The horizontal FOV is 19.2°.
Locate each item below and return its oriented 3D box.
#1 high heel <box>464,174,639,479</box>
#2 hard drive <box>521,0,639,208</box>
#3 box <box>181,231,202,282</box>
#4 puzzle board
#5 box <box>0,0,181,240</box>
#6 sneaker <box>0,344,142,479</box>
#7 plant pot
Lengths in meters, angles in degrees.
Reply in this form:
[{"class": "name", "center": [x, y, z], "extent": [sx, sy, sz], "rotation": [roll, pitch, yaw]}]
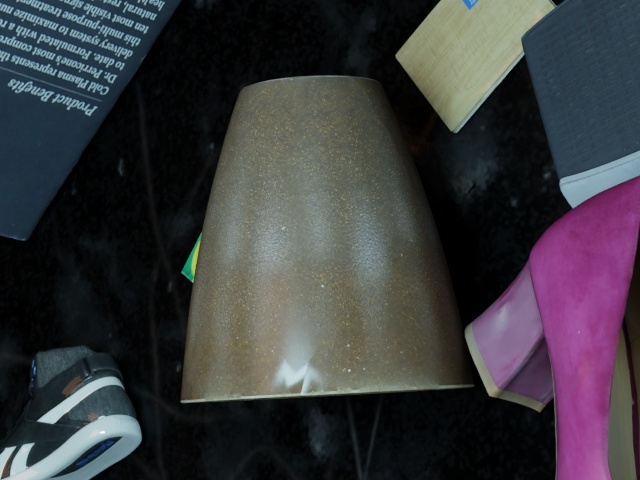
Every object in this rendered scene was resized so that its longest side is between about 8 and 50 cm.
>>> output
[{"class": "high heel", "center": [0.232, 0.133, 1.238], "extent": [0.181, 0.127, 0.377], "rotation": [-47, 54, 25]}, {"class": "hard drive", "center": [0.258, -0.135, 1.324], "extent": [0.255, 0.054, 0.172], "rotation": [-28, 63, 35]}, {"class": "box", "center": [-0.029, -0.034, 1.525], "extent": [0.043, 0.105, 0.179], "rotation": [40, 106, 39]}, {"class": "puzzle board", "center": [0.123, -0.161, 1.483], "extent": [0.128, 0.011, 0.096], "rotation": [-49, 51, 21]}, {"class": "box", "center": [-0.360, -0.341, 1.763], "extent": [0.472, 0.297, 0.480], "rotation": [-54, 50, 16]}, {"class": "sneaker", "center": [-0.255, 0.171, 1.707], "extent": [0.217, 0.079, 0.121], "rotation": [-31, 57, 23]}, {"class": "plant pot", "center": [0.000, 0.000, 1.395], "extent": [0.215, 0.215, 0.230], "rotation": [-7, 84, 41]}]
